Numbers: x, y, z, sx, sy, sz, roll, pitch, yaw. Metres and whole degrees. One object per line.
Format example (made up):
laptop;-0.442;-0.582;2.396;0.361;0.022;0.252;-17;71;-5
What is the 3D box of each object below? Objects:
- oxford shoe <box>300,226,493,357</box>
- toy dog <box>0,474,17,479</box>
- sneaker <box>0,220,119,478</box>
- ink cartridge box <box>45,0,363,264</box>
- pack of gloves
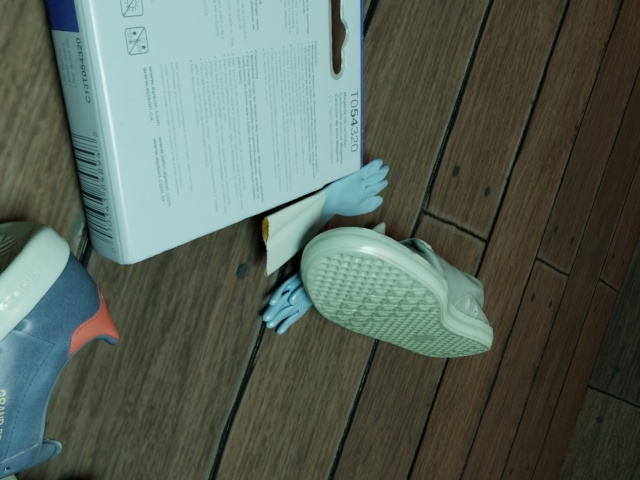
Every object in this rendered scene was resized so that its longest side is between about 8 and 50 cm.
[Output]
oxford shoe;0.116;0.060;0.861;0.449;0.169;0.130;31;53;-51
toy dog;-0.265;0.352;0.515;0.220;0.161;0.334;3;102;-50
sneaker;-0.280;0.152;0.439;0.350;0.131;0.148;-50;132;-25
ink cartridge box;-0.083;-0.183;0.590;0.330;0.071;0.324;-27;123;-45
pack of gloves;0.000;0.000;0.797;0.232;0.046;0.195;-31;140;-39
